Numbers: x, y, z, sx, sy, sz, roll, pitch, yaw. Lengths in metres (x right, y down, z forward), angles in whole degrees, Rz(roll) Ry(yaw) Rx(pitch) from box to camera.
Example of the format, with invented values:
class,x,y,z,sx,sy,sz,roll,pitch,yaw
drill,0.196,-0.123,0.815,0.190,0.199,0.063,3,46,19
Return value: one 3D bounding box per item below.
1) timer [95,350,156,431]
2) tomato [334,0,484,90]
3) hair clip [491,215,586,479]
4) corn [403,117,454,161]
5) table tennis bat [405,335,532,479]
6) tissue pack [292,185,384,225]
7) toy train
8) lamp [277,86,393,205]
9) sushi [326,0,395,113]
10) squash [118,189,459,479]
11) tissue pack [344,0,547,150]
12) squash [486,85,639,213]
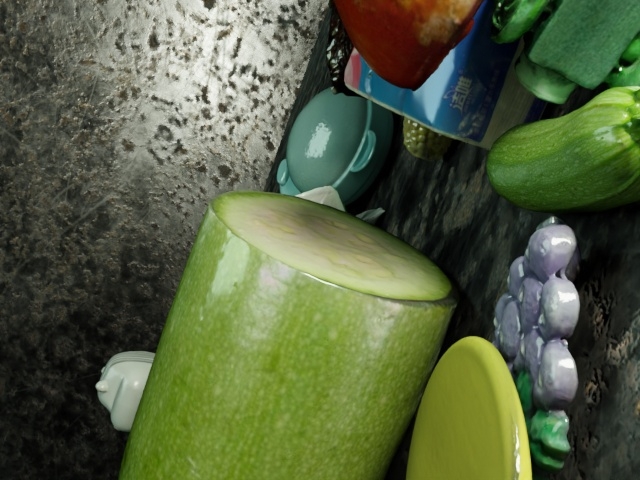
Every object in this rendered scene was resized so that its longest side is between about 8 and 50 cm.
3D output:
class,x,y,z,sx,sy,sz,roll,pitch,yaw
timer,-0.238,0.288,1.419,0.291,0.315,0.291,-162,90,-79
tomato,0.074,-0.234,0.566,0.233,0.139,0.200,-63,6,4
hair clip,0.153,0.082,0.553,0.124,0.052,0.196,113,166,-78
corn,0.164,-0.228,0.916,0.086,0.086,0.288,-95,24,-66
table tennis bat,0.103,0.210,0.513,0.369,0.054,0.224,-96,16,-65
tissue pack,0.001,0.001,1.229,0.209,0.156,0.148,157,95,-74
toy train,0.210,-0.218,0.547,0.188,0.132,0.243,-73,9,-51
lamp,0.017,-0.148,1.341,0.284,0.147,0.210,125,156,-60
sushi,0.126,-0.334,1.087,0.182,0.196,0.344,-27,47,48
squash,-0.049,0.172,0.807,0.263,0.263,0.385,-106,36,-72
tissue pack,0.146,-0.237,0.754,0.209,0.137,0.270,43,115,52
squash,0.180,-0.058,0.559,0.219,0.068,0.077,162,107,-76
